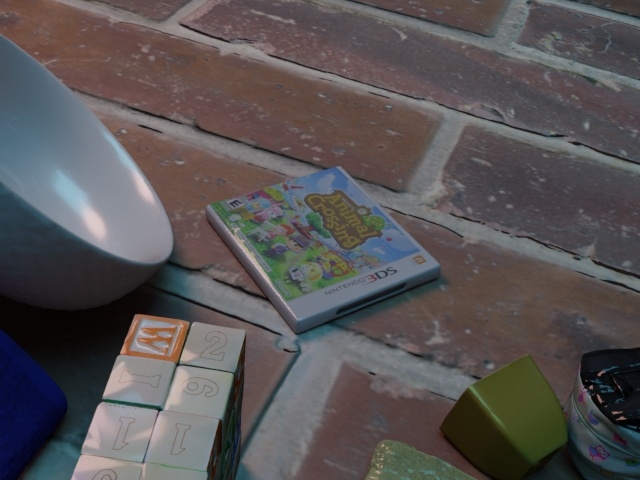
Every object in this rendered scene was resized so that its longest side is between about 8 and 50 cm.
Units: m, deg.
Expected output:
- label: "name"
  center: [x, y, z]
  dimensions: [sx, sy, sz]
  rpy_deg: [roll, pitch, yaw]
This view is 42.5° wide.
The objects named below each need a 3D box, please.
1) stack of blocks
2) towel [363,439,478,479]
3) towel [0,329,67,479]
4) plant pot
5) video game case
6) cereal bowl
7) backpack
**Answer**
- label: "stack of blocks"
  center: [-0.123, 0.218, 0.568]
  dimensions: [0.087, 0.171, 0.297]
  rpy_deg: [9, 41, 2]
- label: "towel"
  center: [0.098, 0.236, 0.690]
  dimensions: [0.148, 0.027, 0.110]
  rpy_deg: [23, 44, 15]
- label: "towel"
  center: [-0.344, 0.158, 0.597]
  dimensions: [0.076, 0.228, 0.308]
  rpy_deg: [-19, 27, 32]
- label: "plant pot"
  center: [0.173, 0.169, 0.744]
  dimensions: [0.081, 0.082, 0.083]
  rpy_deg: [-21, 60, -29]
- label: "video game case"
  center: [0.000, 0.000, 0.950]
  dimensions: [0.193, 0.023, 0.212]
  rpy_deg: [-19, 47, -28]
- label: "cereal bowl"
  center: [-0.308, -0.059, 0.800]
  dimensions: [0.141, 0.339, 0.339]
  rpy_deg: [-41, 47, 10]
- label: "backpack"
  center: [0.315, 0.162, 0.743]
  dimensions: [0.181, 0.115, 0.152]
  rpy_deg: [1, 30, -6]
